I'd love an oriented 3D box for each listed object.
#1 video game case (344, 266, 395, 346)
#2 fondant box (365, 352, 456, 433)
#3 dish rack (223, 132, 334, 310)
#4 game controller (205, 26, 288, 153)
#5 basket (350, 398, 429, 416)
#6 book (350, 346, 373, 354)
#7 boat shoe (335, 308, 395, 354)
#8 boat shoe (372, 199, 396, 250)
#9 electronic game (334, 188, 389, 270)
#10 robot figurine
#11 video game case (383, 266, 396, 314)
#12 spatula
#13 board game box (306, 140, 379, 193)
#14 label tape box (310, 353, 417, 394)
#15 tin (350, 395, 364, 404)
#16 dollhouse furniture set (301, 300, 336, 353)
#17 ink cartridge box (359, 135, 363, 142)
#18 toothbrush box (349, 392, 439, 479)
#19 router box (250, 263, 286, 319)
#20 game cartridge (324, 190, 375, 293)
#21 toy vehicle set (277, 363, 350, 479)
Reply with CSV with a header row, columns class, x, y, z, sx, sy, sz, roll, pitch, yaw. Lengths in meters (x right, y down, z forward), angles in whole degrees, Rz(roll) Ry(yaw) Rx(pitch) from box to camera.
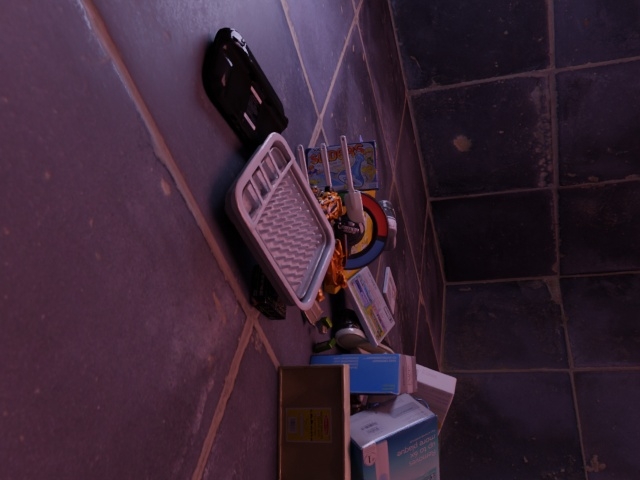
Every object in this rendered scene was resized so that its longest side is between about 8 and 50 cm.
class,x,y,z,sx,sy,sz,roll,pitch,yaw
video game case,0.153,0.202,1.873,0.213,0.023,0.193,64,26,-2
fondant box,0.257,0.543,1.871,0.096,0.238,0.331,-51,157,-64
dish rack,-0.089,-0.037,1.313,0.333,0.072,0.286,60,31,-28
game controller,-0.157,-0.305,1.311,0.319,0.067,0.167,53,51,-58
basket,0.168,0.580,1.678,0.201,0.288,0.255,56,31,-65
book,0.132,0.395,1.881,0.144,0.096,0.035,31,17,-45
boat shoe,0.144,0.314,1.927,0.340,0.127,0.113,37,38,-45
boat shoe,0.223,-0.048,2.140,0.335,0.121,0.119,106,-9,-73
electronic game,0.079,-0.029,1.673,0.048,0.229,0.230,-96,177,-79
robot figurine,0.000,0.000,1.554,0.211,0.085,0.291,-25,119,-45
video game case,0.301,0.219,2.601,0.157,0.019,0.143,68,25,-43
spatula,0.018,-0.154,1.631,0.019,0.168,0.242,-54,134,-84
board game box,0.062,-0.202,1.693,0.035,0.201,0.136,21,65,-74
label tape box,0.111,0.361,1.625,0.347,0.249,0.115,37,51,-66
tin,0.124,0.461,1.986,0.190,0.040,0.106,-61,138,-59
dollhouse furniture set,-0.019,0.229,1.628,0.152,0.058,0.076,60,33,-13
ink cartridge box,0.123,-0.190,2.099,0.186,0.065,0.311,61,33,-54
toothbrush box,0.165,0.552,1.445,0.126,0.216,0.296,29,-52,58
router box,-0.113,0.117,1.346,0.122,0.038,0.092,54,36,-58
game cartridge,0.095,-0.016,1.866,0.323,0.052,0.286,-36,132,-64
toy vehicle set,-0.016,0.417,1.361,0.035,0.165,0.267,30,58,-65
